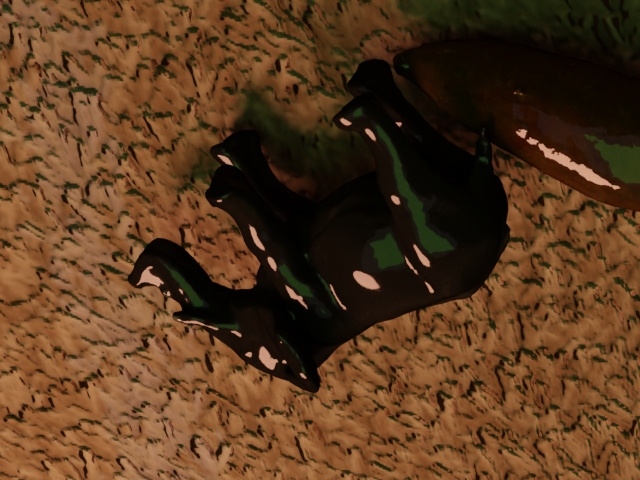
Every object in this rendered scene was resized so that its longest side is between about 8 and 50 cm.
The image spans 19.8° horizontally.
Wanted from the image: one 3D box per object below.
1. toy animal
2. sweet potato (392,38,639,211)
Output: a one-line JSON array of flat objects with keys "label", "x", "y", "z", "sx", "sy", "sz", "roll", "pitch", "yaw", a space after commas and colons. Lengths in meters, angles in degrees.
[{"label": "toy animal", "x": -0.003, "y": 0.004, "z": 1.041, "sx": 0.245, "sy": 0.114, "sz": 0.146, "roll": -19, "pitch": 117, "yaw": 42}, {"label": "sweet potato", "x": 0.214, "y": -0.067, "z": 0.979, "sx": 0.346, "sy": 0.079, "sz": 0.108, "roll": -6, "pitch": 112, "yaw": 12}]
